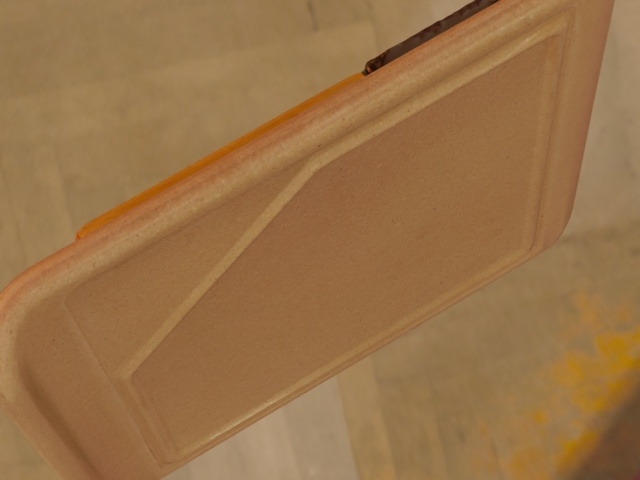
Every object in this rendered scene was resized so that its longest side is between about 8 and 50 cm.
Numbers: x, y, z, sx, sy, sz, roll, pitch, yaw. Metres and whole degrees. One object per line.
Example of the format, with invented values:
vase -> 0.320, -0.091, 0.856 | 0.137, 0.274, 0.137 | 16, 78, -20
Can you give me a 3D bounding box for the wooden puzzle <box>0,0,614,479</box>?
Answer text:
wooden puzzle -> 0.000, 0.000, 0.596 | 0.238, 0.221, 0.044 | -35, 71, -10
